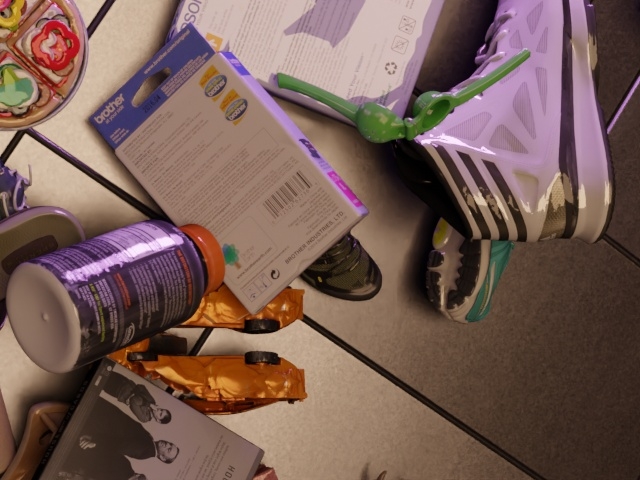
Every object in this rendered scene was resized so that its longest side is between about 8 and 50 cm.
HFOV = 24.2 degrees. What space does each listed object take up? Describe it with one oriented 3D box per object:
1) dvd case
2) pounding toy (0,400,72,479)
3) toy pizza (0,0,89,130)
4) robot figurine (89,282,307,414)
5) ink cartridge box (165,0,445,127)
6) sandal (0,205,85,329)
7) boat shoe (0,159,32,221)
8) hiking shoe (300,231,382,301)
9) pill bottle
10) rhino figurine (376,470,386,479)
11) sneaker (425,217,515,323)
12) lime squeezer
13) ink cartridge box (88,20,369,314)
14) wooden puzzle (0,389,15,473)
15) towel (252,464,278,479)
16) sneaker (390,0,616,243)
[{"bbox_3d":[-0.198,0.268,1.732,0.239,0.029,0.179,35,69,-22],"label":"dvd case"},{"bbox_3d":[-0.296,0.296,1.740,0.269,0.155,0.154,-39,130,-14],"label":"pounding toy"},{"bbox_3d":[-0.372,-0.230,1.767,0.201,0.032,0.201,-1,94,-21],"label":"toy pizza"},{"bbox_3d":[-0.161,0.128,1.829,0.291,0.085,0.211,3,78,-21],"label":"robot figurine"},{"bbox_3d":[-0.001,-0.334,1.882,0.330,0.071,0.324,21,88,-20],"label":"ink cartridge box"},{"bbox_3d":[-0.388,0.061,1.655,0.303,0.086,0.120,-37,122,-18],"label":"sandal"},{"bbox_3d":[-0.376,-0.042,1.743,0.079,0.095,0.254,-9,98,-19],"label":"boat shoe"},{"bbox_3d":[0.000,0.000,1.878,0.227,0.114,0.086,43,77,-18],"label":"hiking shoe"},{"bbox_3d":[-0.221,0.053,1.689,0.246,0.130,0.130,-22,102,-44],"label":"pill bottle"},{"bbox_3d":[0.123,0.413,1.973,0.106,0.073,0.243,-23,100,-14],"label":"rhino figurine"},{"bbox_3d":[0.211,-0.023,1.981,0.110,0.107,0.275,30,74,-53],"label":"sneaker"},{"bbox_3d":[0.106,-0.168,1.805,0.310,0.110,0.059,-6,133,3],"label":"lime squeezer"},{"bbox_3d":[-0.111,-0.088,1.787,0.186,0.065,0.311,-42,89,16],"label":"ink cartridge box"},{"bbox_3d":[-0.546,0.161,1.698,0.348,0.080,0.322,-16,98,-20],"label":"wooden puzzle"},{"bbox_3d":[-0.168,0.452,1.885,0.329,0.037,0.237,-23,103,-17],"label":"towel"},{"bbox_3d":[0.211,-0.206,1.886,0.258,0.169,0.447,-3,67,-6],"label":"sneaker"}]
